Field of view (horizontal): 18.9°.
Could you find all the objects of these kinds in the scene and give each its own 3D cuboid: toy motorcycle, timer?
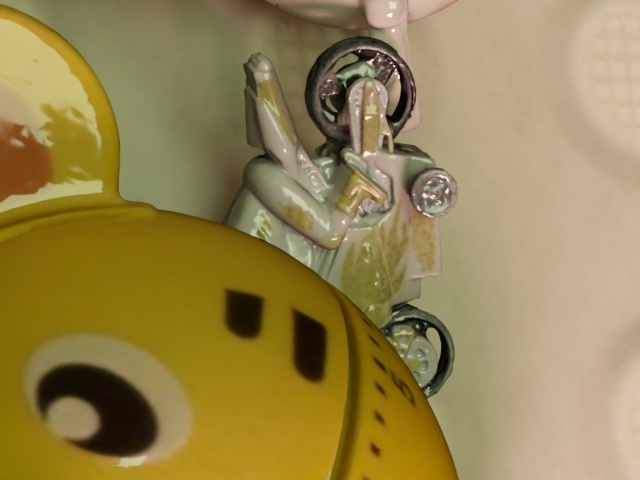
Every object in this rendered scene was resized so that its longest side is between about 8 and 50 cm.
[{"bbox_3d":[0.000,0.000,1.095,0.151,0.074,0.228,-13,110,-10],"label":"toy motorcycle"},{"bbox_3d":[-0.131,0.131,0.855,0.387,0.376,0.376,38,65,-24],"label":"timer"}]

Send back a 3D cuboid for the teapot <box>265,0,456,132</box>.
[{"bbox_3d":[0.024,-0.214,1.137,0.204,0.139,0.298,-4,84,-2],"label":"teapot"}]
